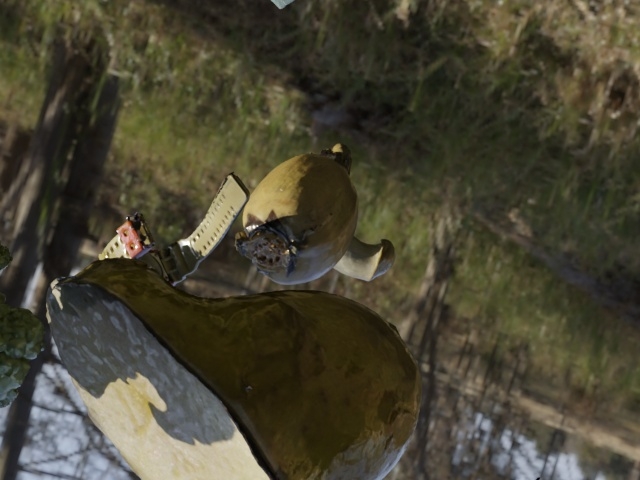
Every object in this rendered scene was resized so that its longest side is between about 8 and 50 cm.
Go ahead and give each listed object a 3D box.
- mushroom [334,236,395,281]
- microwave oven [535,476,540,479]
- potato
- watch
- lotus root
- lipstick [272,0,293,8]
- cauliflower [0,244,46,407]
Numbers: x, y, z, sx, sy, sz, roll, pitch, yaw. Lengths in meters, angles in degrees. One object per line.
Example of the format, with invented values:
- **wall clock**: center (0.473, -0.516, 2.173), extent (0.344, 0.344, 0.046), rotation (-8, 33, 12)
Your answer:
- **mushroom**: center (0.000, 0.000, 2.198), extent (0.329, 0.122, 0.159), rotation (23, -154, -5)
- **microwave oven**: center (0.225, 0.329, 0.921), extent (0.205, 0.163, 0.129), rotation (30, -169, -43)
- **potato**: center (-0.078, 0.147, 1.200), extent (0.397, 0.289, 0.296), rotation (39, -130, 20)
- **watch**: center (-0.221, -0.002, 1.490), extent (0.165, 0.102, 0.268), rotation (-16, 160, -35)
- **lotus root**: center (-0.017, -0.056, 1.701), extent (0.183, 0.182, 0.310), rotation (18, -141, 13)
- **lipstick**: center (0.025, -0.472, 1.635), extent (0.068, 0.066, 0.317), rotation (45, 141, -21)
- **cauliflower**: center (-0.427, 0.114, 1.040), extent (0.327, 0.260, 0.281), rotation (6, 133, 16)
